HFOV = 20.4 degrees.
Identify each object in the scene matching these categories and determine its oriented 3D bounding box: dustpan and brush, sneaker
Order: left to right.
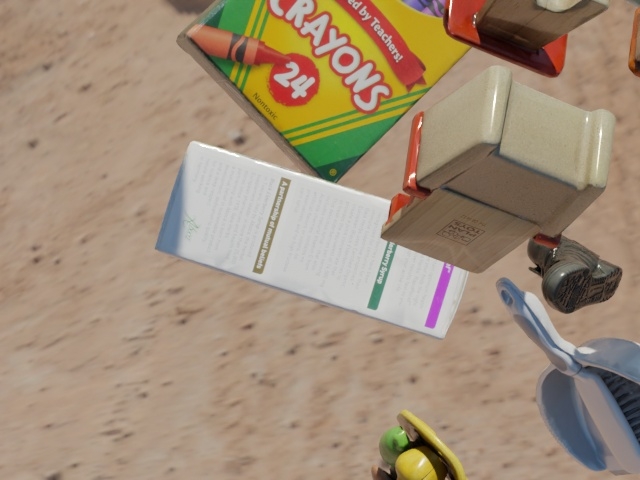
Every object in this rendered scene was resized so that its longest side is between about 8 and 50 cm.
[{"bbox_3d":[0.226,0.026,1.688,0.170,0.089,0.051,-2,118,-57],"label":"sneaker"},{"bbox_3d":[0.188,0.096,1.220,0.060,0.147,0.211,-45,110,-35],"label":"dustpan and brush"}]

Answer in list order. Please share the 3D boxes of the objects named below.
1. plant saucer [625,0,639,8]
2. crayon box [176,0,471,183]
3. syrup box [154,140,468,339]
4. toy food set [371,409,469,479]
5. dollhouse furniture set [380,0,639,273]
[{"bbox_3d":[0.373,-0.269,1.649,0.400,0.400,0.100,16,84,-18],"label":"plant saucer"},{"bbox_3d":[0.045,-0.231,1.708,0.318,0.081,0.202,-46,102,-6],"label":"crayon box"},{"bbox_3d":[0.000,0.000,1.408,0.237,0.093,0.096,18,92,3],"label":"syrup box"},{"bbox_3d":[0.098,0.234,1.725,0.071,0.218,0.128,-42,82,-6],"label":"toy food set"},{"bbox_3d":[0.110,-0.127,1.054,0.262,0.135,0.259,20,62,-18],"label":"dollhouse furniture set"}]
